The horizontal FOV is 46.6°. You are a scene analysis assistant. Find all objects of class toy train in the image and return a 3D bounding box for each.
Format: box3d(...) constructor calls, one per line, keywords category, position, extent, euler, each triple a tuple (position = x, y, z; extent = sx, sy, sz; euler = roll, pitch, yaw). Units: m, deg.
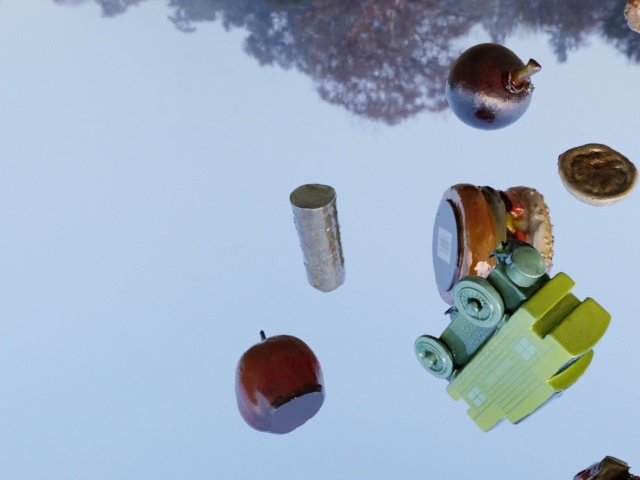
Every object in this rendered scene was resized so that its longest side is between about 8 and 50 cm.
box3d(category="toy train", position=(0.351, 0.194, 1.405), extent=(0.179, 0.442, 0.272), euler=(-33, -110, -31))

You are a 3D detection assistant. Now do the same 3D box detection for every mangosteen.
box3d(category="mangosteen", position=(0.462, -0.404, 1.930), extent=(0.236, 0.235, 0.261), euler=(-11, 179, -32))

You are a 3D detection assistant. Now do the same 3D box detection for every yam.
box3d(category="yam", position=(0.000, 0.000, 1.485), extent=(0.093, 0.259, 0.093), euler=(-5, -135, 5))

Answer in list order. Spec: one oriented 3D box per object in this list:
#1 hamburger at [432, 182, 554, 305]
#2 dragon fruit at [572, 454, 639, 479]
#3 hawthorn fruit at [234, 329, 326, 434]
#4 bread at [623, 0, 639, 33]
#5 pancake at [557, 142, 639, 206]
box3d(category="hamburger", position=(0.423, 0.015, 1.841), extent=(0.250, 0.329, 0.330), euler=(0, -155, -5))
box3d(category="dragon fruit", position=(0.530, 0.530, 1.376), extent=(0.152, 0.317, 0.205), euler=(-25, -117, -21))
box3d(category="hawthorn fruit", position=(-0.103, 0.318, 1.709), extent=(0.215, 0.215, 0.249), euler=(-11, -114, -32))
box3d(category="bread", position=(0.399, -0.258, 0.717), extent=(0.233, 0.105, 0.076), euler=(-35, -101, -13))
box3d(category="pancake", position=(0.476, -0.117, 1.275), extent=(0.140, 0.022, 0.139), euler=(-3, -126, 5))
